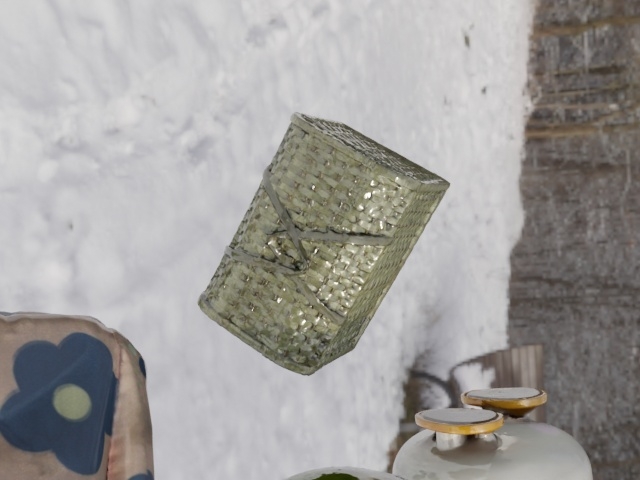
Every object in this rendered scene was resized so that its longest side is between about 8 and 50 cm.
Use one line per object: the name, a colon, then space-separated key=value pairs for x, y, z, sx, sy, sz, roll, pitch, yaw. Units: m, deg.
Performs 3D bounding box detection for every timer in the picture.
timer: x=0.202 y=0.307 z=0.963 sx=0.233 sy=0.233 sz=0.240 roll=-7 pitch=92 yaw=-79

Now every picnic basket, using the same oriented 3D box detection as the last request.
picnic basket: x=0.000 y=0.000 z=0.744 sx=0.196 sy=0.134 sz=0.154 roll=-61 pitch=161 yaw=15

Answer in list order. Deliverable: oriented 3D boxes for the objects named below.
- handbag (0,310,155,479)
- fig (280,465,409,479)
handbag: x=-0.187 y=0.166 z=0.365 sx=0.190 sy=0.251 sz=0.193 roll=12 pitch=47 yaw=-45
fig: x=0.030 y=0.247 z=0.599 sx=0.191 sy=0.181 sz=0.181 roll=-20 pitch=109 yaw=-45
